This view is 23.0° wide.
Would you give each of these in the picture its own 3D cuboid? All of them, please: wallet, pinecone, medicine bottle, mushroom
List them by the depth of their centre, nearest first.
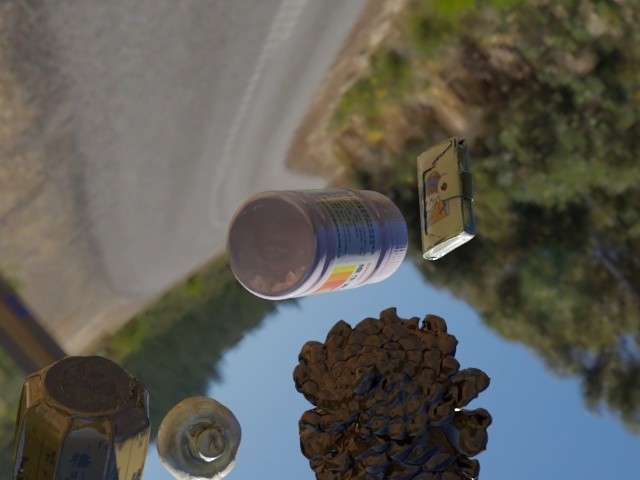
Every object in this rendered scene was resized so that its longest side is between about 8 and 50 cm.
[{"bbox_3d":[0.067,0.163,1.410,0.179,0.195,0.150,-7,-166,12],"label":"pinecone"},{"bbox_3d":[-0.114,0.189,1.484,0.083,0.083,0.067,-43,-169,-15],"label":"mushroom"},{"bbox_3d":[0.000,0.000,1.944,0.133,0.133,0.249,-40,165,24],"label":"medicine bottle"},{"bbox_3d":[0.176,-0.062,2.249,0.110,0.039,0.155,-34,-127,53],"label":"wallet"}]

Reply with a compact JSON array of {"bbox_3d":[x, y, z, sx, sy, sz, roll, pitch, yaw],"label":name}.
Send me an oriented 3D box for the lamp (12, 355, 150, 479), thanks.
[{"bbox_3d":[-0.277,0.235,1.813,0.161,0.161,0.185,-48,155,-54],"label":"lamp"}]
